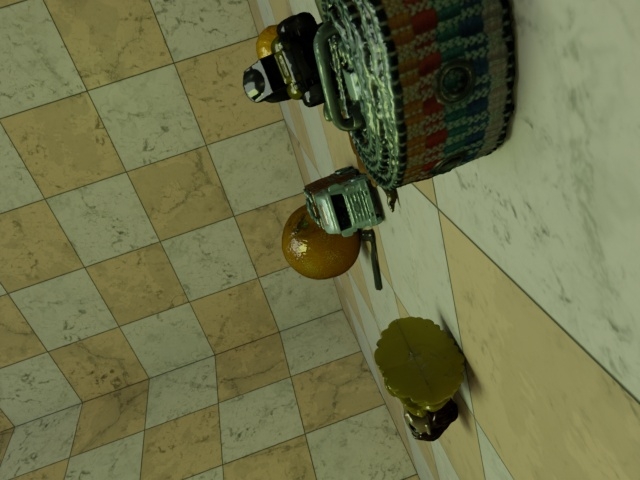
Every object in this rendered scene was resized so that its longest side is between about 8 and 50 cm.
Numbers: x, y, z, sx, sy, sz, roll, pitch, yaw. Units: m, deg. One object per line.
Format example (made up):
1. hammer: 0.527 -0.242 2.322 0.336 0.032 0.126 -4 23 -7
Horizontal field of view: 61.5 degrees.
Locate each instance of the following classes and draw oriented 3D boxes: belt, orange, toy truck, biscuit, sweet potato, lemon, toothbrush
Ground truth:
1. belt: 0.077 -0.190 0.544 0.295 0.160 0.207 74 175 -48
2. orange: 0.000 0.000 1.785 0.274 0.274 0.274 161 90 -86
3. toy truck: 0.046 -0.103 1.420 0.305 0.162 0.136 -125 17 -76
4. biscuit: 0.086 -0.230 1.179 0.162 0.035 0.250 99 151 -68
5. toy truck: -0.031 -0.318 1.006 0.224 0.165 0.147 -32 -78 -55
6. sweet potato: 0.130 -0.123 1.072 0.153 0.038 0.041 72 -161 -45
7. lemon: -0.129 -0.592 1.658 0.187 0.142 0.142 -104 -4 -72
8. toothbrush: 0.161 0.065 1.636 0.297 0.030 0.030 73 -158 -49

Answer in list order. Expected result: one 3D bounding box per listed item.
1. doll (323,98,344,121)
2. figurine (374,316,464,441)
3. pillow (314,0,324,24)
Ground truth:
1. doll: 0.018 -0.340 1.176 0.115 0.077 0.150 136 128 -60
2. figurine: 0.212 0.329 1.136 0.187 0.168 0.315 34 151 35
3. pillow: 0.026 -0.405 0.872 0.134 0.078 0.181 -107 -5 -51
